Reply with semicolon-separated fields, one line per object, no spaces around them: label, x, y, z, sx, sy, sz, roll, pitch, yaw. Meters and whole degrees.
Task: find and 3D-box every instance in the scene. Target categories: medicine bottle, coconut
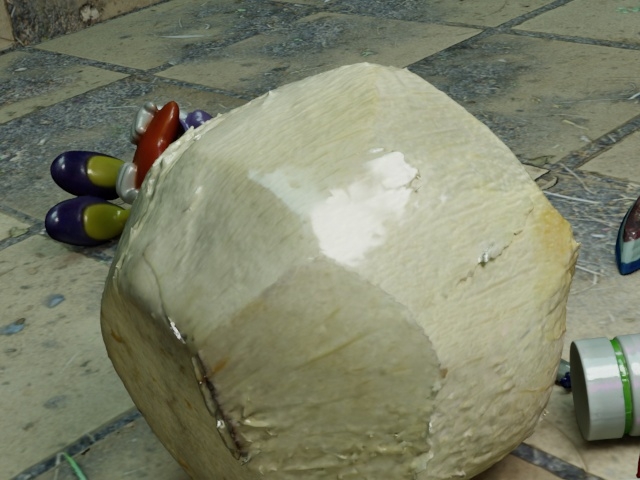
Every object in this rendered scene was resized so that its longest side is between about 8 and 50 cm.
medicine bottle;0.306;0.115;0.870;0.183;0.086;0.086;-7;26;5
coconut;0.028;0.036;0.832;0.360;0.346;0.346;-33;34;-27

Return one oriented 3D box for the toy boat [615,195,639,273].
toy boat;0.383;-0.030;1.194;0.080;0.046;0.229;13;31;32

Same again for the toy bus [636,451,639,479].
toy bus;0.331;0.163;0.774;0.195;0.081;0.089;-4;16;10

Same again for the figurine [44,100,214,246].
figurine;-0.153;-0.076;1.304;0.420;0.193;0.154;-15;58;37

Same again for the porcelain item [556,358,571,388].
porcelain item;0.190;0.119;0.970;0.075;0.021;0.136;-29;32;-36

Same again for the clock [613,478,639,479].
clock;0.168;0.239;0.598;0.230;0.083;0.230;-25;20;10
